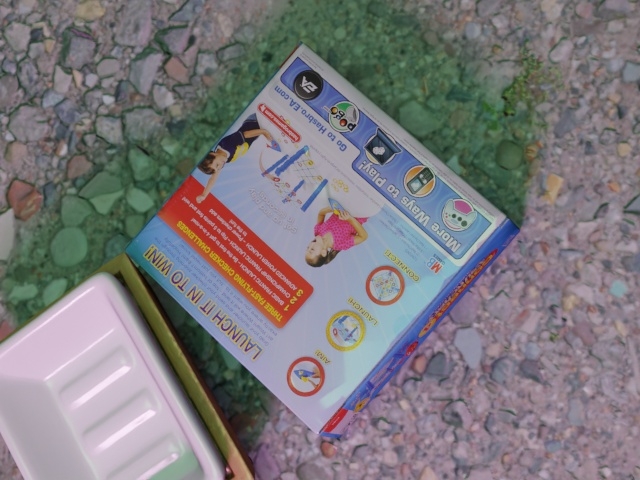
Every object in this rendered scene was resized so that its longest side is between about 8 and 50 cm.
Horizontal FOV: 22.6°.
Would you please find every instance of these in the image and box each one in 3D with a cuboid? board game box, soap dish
[{"bbox_3d":[0.000,0.000,1.723,0.308,0.086,0.302,43,94,18],"label":"board game box"},{"bbox_3d":[-0.220,0.195,1.728,0.229,0.118,0.291,-36,72,14],"label":"soap dish"}]
